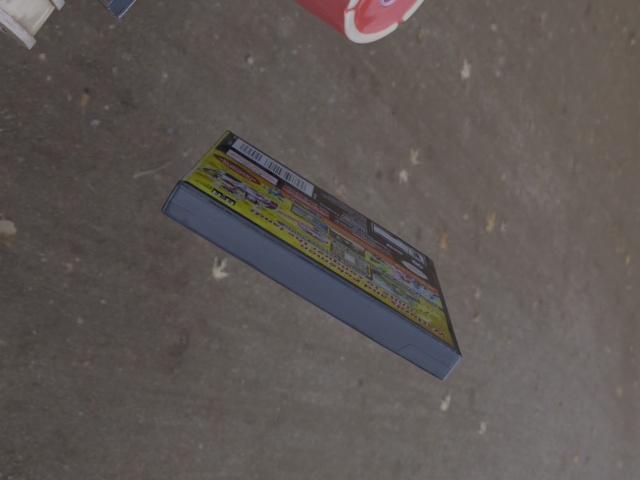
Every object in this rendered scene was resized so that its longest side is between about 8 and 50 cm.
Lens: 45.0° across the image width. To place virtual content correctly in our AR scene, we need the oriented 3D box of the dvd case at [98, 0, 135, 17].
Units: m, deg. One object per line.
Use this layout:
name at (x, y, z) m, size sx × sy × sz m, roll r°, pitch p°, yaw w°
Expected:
dvd case at (-0.296, -0.450, 1.250) m, size 0.179 × 0.238 × 0.029 m, roll -47°, pitch 124°, yaw 2°

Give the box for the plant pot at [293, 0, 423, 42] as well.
plant pot at (0.044, -0.474, 1.260) m, size 0.275 × 0.243 × 0.275 m, roll -34°, pitch 161°, yaw -14°

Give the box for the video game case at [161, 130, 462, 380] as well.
video game case at (0.000, 0.000, 0.740) m, size 0.035 × 0.275 × 0.248 m, roll -56°, pitch -172°, yaw 16°

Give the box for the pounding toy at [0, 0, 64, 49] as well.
pounding toy at (-0.395, -0.348, 0.969) m, size 0.154 × 0.269 × 0.155 m, roll 39°, pitch 81°, yaw -34°
